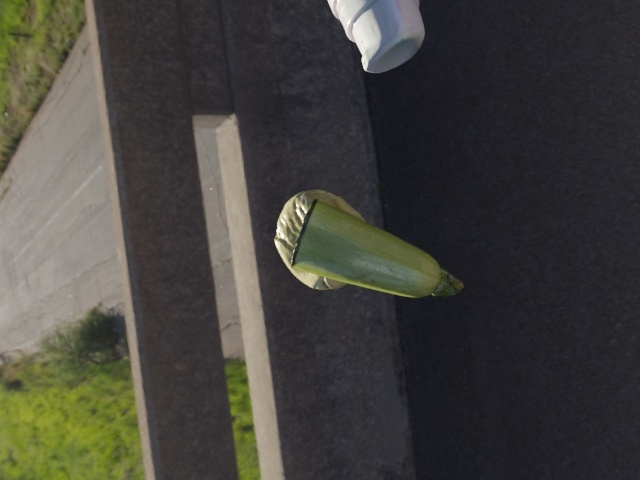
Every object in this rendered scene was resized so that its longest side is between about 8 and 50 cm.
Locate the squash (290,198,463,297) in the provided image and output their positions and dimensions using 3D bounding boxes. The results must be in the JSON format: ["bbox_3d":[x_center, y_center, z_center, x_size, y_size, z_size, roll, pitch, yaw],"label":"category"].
[{"bbox_3d":[0.077,0.025,0.683,0.094,0.224,0.094,-161,90,-86],"label":"squash"}]

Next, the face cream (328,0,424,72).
[{"bbox_3d":[0.031,-0.359,0.634,0.102,0.102,0.345,-32,74,46],"label":"face cream"}]

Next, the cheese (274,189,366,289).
[{"bbox_3d":[0.000,0.000,1.263,0.226,0.117,0.214,37,117,14],"label":"cheese"}]
